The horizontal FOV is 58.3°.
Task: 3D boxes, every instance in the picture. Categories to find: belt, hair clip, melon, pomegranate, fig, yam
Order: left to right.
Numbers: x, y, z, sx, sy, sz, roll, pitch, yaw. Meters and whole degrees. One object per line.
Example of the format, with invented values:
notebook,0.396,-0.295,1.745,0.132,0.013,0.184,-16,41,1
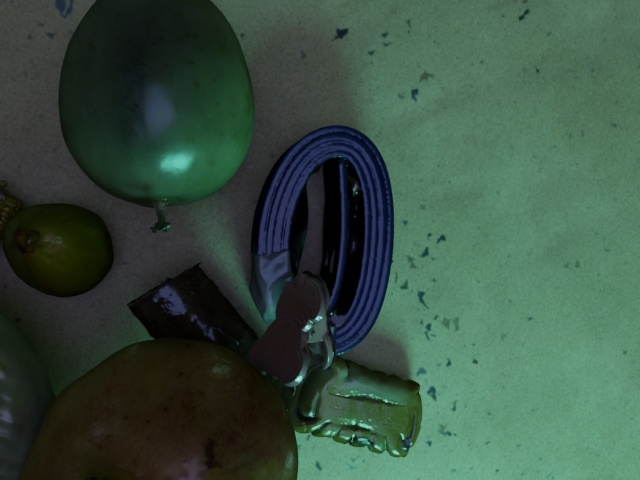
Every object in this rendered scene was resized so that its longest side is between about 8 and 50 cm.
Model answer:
fig,-0.372,0.011,0.817,0.153,0.121,0.136,26,94,-38
pomegranate,-0.190,0.286,0.677,0.338,0.338,0.338,-1,94,-12
melon,-0.213,-0.186,0.767,0.271,0.272,0.308,16,97,-13
yam,-0.156,0.163,0.872,0.131,0.131,0.280,-39,102,-7
hair clip,-0.037,0.120,0.783,0.102,0.123,0.138,-14,109,-37
belt,0.000,0.000,0.895,0.212,0.117,0.347,5,93,-13

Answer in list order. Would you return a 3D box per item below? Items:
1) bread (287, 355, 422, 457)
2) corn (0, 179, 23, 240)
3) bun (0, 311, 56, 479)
bread,0.063,0.272,0.948,0.225,0.081,0.134,21,84,-11
corn,-0.513,0.015,0.803,0.080,0.080,0.238,43,84,-12
bun,-0.510,0.241,0.741,0.326,0.234,0.362,17,88,-10
